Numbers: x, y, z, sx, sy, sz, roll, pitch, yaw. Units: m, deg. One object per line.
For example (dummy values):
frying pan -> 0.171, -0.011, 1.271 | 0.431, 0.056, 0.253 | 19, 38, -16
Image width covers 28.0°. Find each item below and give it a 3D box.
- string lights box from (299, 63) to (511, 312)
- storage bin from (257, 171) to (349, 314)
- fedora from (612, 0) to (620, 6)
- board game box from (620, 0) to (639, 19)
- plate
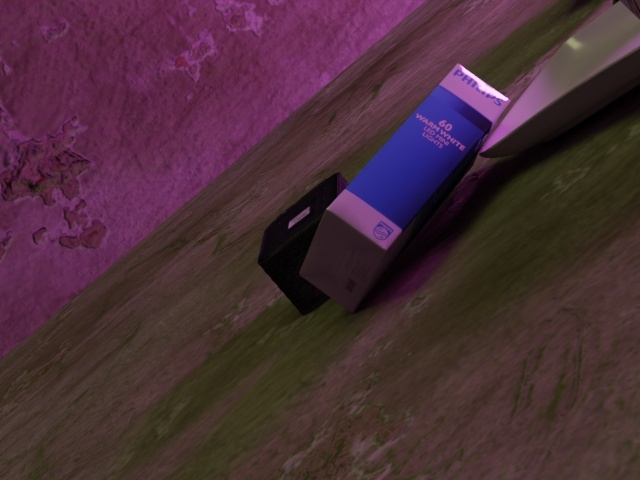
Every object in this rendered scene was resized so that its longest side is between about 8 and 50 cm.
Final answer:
string lights box -> 0.092, -0.057, 1.367 | 0.259, 0.077, 0.133 | -49, -10, -34
storage bin -> 0.000, 0.000, 1.538 | 0.122, 0.084, 0.180 | -37, 11, 10
fedora -> 0.428, -0.379, 1.521 | 0.244, 0.124, 0.275 | -39, 11, 8
board game box -> 0.418, -0.316, 1.216 | 0.305, 0.053, 0.193 | -29, 15, 12
plate -> 0.319, -0.204, 1.359 | 0.278, 0.045, 0.277 | -34, 12, 46
